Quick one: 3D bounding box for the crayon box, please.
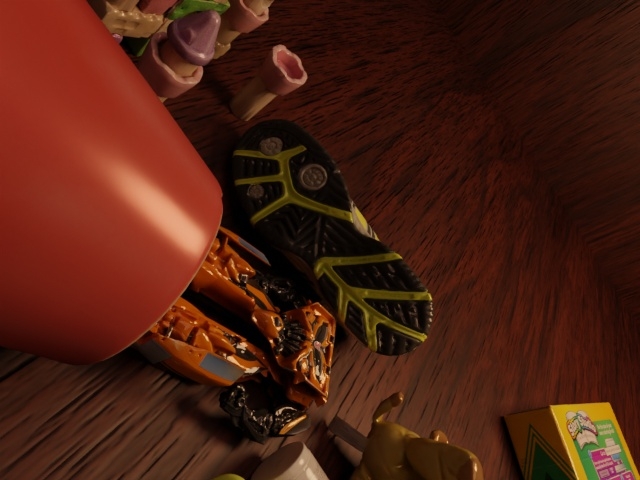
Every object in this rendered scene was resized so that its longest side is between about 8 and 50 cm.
[{"bbox_3d":[0.530,0.488,1.030,0.363,0.106,0.312,17,52,-45],"label":"crayon box"}]

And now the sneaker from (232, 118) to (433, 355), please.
[{"bbox_3d":[0.000,0.000,0.735,0.384,0.145,0.147,57,-7,14],"label":"sneaker"}]

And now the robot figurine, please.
[{"bbox_3d":[-0.088,0.091,0.573,0.291,0.085,0.211,37,42,-29],"label":"robot figurine"}]

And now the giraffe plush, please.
[{"bbox_3d":[0.122,0.305,0.642,0.170,0.181,0.210,39,4,-42],"label":"giraffe plush"}]

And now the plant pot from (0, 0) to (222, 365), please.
[{"bbox_3d":[-0.222,-0.050,0.380,0.243,0.275,0.274,45,37,-34],"label":"plant pot"}]

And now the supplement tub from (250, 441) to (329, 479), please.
[{"bbox_3d":[-0.017,0.273,0.541,0.107,0.071,0.071,57,35,-2],"label":"supplement tub"}]

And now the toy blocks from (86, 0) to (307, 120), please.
[{"bbox_3d":[-0.151,-0.335,0.653,0.289,0.260,0.308,-26,86,-55],"label":"toy blocks"}]

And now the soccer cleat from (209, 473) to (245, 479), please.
[{"bbox_3d":[-0.068,0.351,0.431,0.121,0.094,0.289,62,13,-58],"label":"soccer cleat"}]
